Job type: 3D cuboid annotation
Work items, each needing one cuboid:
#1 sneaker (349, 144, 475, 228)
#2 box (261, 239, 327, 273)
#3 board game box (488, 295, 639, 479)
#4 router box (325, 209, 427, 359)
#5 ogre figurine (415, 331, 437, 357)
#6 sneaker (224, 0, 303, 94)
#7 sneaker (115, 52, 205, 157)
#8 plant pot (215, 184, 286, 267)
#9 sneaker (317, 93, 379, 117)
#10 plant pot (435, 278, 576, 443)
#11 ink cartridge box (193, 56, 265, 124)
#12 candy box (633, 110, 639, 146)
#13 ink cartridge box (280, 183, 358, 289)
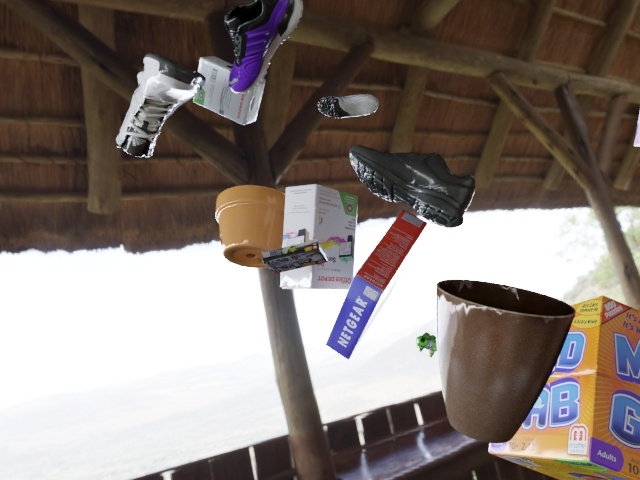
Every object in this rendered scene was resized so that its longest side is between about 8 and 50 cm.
[{"bbox_3d":[0.196,-0.140,1.056,0.286,0.130,0.109,30,-11,11],"label":"sneaker"},{"bbox_3d":[-0.059,0.040,1.163,0.136,0.027,0.094,-14,-22,9],"label":"box"},{"bbox_3d":[0.683,0.396,1.184,0.355,0.357,0.356,23,-24,-6],"label":"board game box"},{"bbox_3d":[0.153,0.126,1.370,0.301,0.082,0.336,-49,-16,-41],"label":"router box"},{"bbox_3d":[0.348,0.292,1.364,0.118,0.097,0.197,4,-30,34],"label":"ogre figurine"},{"bbox_3d":[-0.180,-0.498,1.206,0.146,0.102,0.293,9,-41,-39],"label":"sneaker"},{"bbox_3d":[-0.459,-0.355,1.391,0.169,0.258,0.447,17,0,-28],"label":"sneaker"},{"bbox_3d":[-0.232,-0.033,1.724,0.290,0.204,0.291,2,-27,1],"label":"plant pot"},{"bbox_3d":[0.107,-0.523,1.907,0.236,0.085,0.086,0,23,4],"label":"sneaker"},{"bbox_3d":[0.283,0.202,0.818,0.215,0.231,0.215,7,9,-1],"label":"plant pot"},{"bbox_3d":[-0.300,-0.491,1.613,0.087,0.208,0.153,-42,-23,-57],"label":"ink cartridge box"},{"bbox_3d":[0.820,-0.287,1.091,0.196,0.165,0.070,1,12,-6],"label":"candy box"},{"bbox_3d":[0.000,0.000,1.374,0.117,0.279,0.201,0,-5,38],"label":"ink cartridge box"}]
